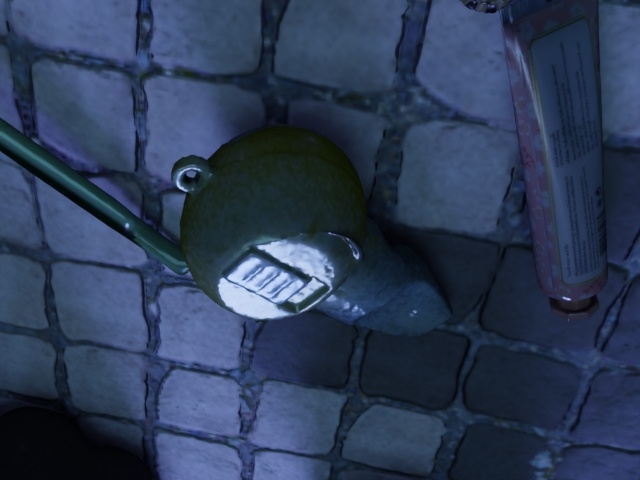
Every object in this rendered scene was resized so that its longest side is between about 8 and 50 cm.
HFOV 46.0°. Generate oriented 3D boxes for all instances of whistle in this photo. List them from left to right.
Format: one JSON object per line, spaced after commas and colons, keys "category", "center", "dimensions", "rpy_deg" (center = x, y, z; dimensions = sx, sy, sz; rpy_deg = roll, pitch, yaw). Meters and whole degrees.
{"category": "whistle", "center": [0.000, 0.000, 0.481], "dimensions": [0.223, 0.123, 0.123], "rpy_deg": [29, 127, -34]}

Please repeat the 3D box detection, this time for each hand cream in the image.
{"category": "hand cream", "center": [0.141, -0.043, 0.442], "dimensions": [0.067, 0.043, 0.210], "rpy_deg": [-25, 121, -18]}

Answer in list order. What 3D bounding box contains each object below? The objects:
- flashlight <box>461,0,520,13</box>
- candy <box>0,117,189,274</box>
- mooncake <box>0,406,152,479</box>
{"category": "flashlight", "center": [0.088, -0.139, 0.365], "dimensions": [0.052, 0.110, 0.031], "rpy_deg": [15, 80, 1]}
{"category": "candy", "center": [-0.255, -0.106, 0.466], "dimensions": [0.439, 0.119, 0.119], "rpy_deg": [38, 122, -24]}
{"category": "mooncake", "center": [-0.283, 0.286, 0.682], "dimensions": [0.305, 0.154, 0.306], "rpy_deg": [5, 124, 7]}
